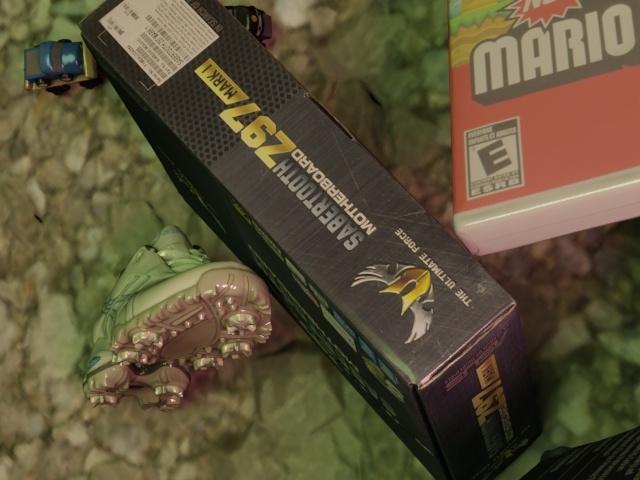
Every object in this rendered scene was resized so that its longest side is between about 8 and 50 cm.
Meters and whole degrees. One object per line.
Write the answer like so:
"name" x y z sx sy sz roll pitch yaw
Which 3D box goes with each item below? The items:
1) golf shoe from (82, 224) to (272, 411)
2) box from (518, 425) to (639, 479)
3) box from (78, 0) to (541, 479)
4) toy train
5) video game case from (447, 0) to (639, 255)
"golf shoe" -0.076 0.027 0.831 0.176 0.069 0.086 -33 51 58
"box" 0.257 0.197 0.574 0.312 0.179 0.343 -25 86 22
"box" 0.000 0.000 0.762 0.059 0.183 0.232 -40 67 -6
"toy train" -0.101 -0.104 0.910 0.158 0.036 0.027 -9 80 26
"video game case" 0.151 -0.135 0.713 0.204 0.025 0.285 -15 50 21
